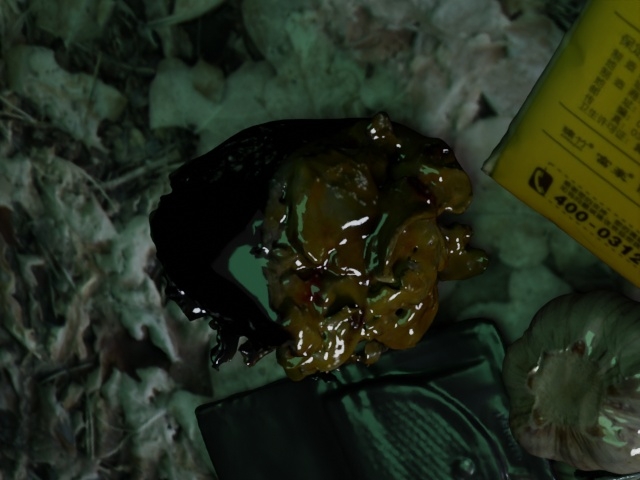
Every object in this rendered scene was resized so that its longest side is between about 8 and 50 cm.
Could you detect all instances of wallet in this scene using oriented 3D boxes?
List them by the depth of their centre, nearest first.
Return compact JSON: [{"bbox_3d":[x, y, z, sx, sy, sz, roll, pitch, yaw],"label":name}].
[{"bbox_3d":[0.055,0.222,1.097,0.323,0.041,0.247,-21,92,30],"label":"wallet"}]

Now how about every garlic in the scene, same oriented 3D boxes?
[{"bbox_3d":[0.217,0.110,0.958,0.159,0.102,0.147,-39,70,38],"label":"garlic"}]

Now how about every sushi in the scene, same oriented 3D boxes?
[{"bbox_3d":[0.003,0.005,0.992,0.204,0.213,0.200,0,126,39],"label":"sushi"}]

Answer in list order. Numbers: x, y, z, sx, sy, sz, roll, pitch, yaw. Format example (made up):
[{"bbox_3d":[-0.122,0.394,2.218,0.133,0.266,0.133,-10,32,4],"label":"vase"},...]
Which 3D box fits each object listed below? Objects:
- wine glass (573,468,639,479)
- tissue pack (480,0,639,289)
[{"bbox_3d":[0.247,0.252,0.996,0.072,0.072,0.155,-6,99,26],"label":"wine glass"},{"bbox_3d":[0.343,-0.058,0.761,0.382,0.228,0.293,38,139,12],"label":"tissue pack"}]
